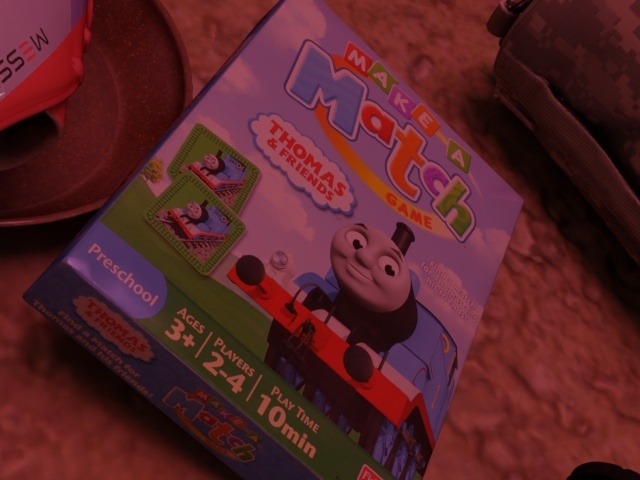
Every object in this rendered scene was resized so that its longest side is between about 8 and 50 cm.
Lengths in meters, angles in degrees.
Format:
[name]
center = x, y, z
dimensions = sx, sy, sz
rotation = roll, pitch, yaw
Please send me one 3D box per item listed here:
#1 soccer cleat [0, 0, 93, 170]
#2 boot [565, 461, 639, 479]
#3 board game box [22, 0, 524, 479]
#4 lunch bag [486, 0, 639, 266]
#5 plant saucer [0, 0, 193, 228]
[soccer cleat]
center = -0.129, -0.095, 0.367
dimensions = 0.116, 0.109, 0.318
rotation = 43, 41, -21
[boot]
center = 0.130, 0.159, 0.389
dimensions = 0.121, 0.045, 0.099
rotation = 44, 50, 7
[board game box]
center = 0.000, 0.000, 0.422
dimensions = 0.160, 0.039, 0.211
rotation = 42, 44, -13
[lunch bag]
center = 0.269, -0.061, 0.524
dimensions = 0.256, 0.212, 0.305
rotation = -29, 71, -12
[plant saucer]
center = -0.154, -0.077, 0.420
dimensions = 0.199, 0.036, 0.198
rotation = 15, 48, -18
